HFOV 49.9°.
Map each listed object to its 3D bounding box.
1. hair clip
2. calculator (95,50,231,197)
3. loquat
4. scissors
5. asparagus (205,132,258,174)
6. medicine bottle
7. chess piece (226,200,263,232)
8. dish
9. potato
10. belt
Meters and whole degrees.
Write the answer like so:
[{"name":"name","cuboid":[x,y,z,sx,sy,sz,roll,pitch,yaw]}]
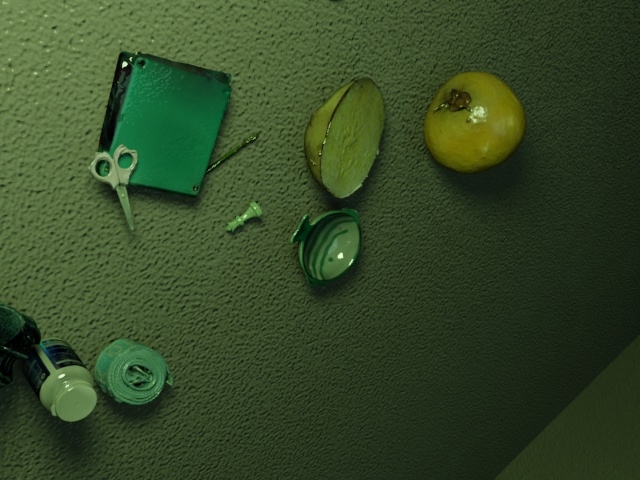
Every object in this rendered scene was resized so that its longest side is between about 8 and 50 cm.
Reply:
[{"name":"hair clip","cuboid":[-0.639,0.161,1.225,0.194,0.206,0.310,-54,133,-7]},{"name":"calculator","cuboid":[-0.319,-0.234,1.406,0.248,0.058,0.274,6,107,-40]},{"name":"loquat","cuboid":[0.409,-0.316,1.833,0.275,0.275,0.274,-18,121,-33]},{"name":"scissors","cuboid":[-0.395,-0.098,1.366,0.100,0.015,0.188,-27,128,-29]},{"name":"asparagus","cuboid":[-0.203,-0.196,1.553,0.166,0.016,0.013,-40,97,-17]},{"name":"medicine bottle","cuboid":[-0.525,0.281,1.389,0.107,0.191,0.106,-18,122,-33]},{"name":"chess piece","cuboid":[-0.183,-0.051,1.623,0.093,0.042,0.042,-38,130,-14]},{"name":"dish","cuboid":[0.000,0.000,1.771,0.246,0.078,0.224,30,90,-45]},{"name":"potato","cuboid":[0.048,-0.249,1.670,0.239,0.116,0.299,35,75,-50]},{"name":"belt","cuboid":[-0.429,0.298,1.556,0.148,0.082,0.163,-39,128,-33]}]
